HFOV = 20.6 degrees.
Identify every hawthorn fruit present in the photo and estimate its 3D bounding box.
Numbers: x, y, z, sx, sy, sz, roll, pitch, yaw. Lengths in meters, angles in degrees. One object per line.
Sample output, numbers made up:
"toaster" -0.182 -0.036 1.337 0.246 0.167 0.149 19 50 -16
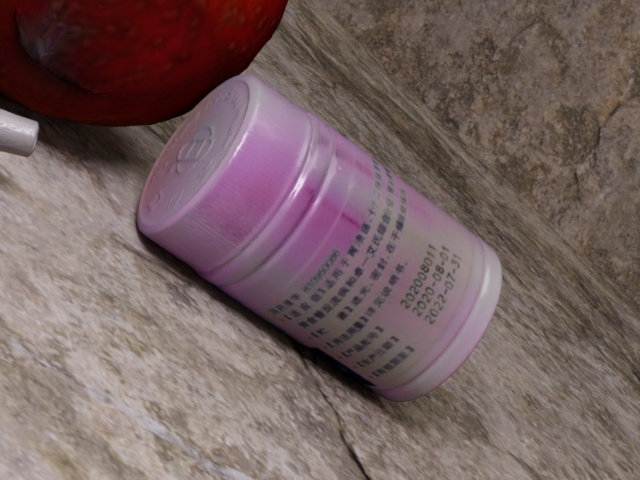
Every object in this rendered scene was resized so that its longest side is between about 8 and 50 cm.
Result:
"hawthorn fruit" -0.142 -0.215 1.370 0.307 0.265 0.265 12 30 -42

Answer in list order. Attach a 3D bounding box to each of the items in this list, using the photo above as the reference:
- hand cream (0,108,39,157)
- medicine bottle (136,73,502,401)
"hand cream" -0.298 -0.116 1.127 0.257 0.050 0.084 28 16 -24
"medicine bottle" 0.000 0.000 1.355 0.254 0.152 0.152 35 14 -23
